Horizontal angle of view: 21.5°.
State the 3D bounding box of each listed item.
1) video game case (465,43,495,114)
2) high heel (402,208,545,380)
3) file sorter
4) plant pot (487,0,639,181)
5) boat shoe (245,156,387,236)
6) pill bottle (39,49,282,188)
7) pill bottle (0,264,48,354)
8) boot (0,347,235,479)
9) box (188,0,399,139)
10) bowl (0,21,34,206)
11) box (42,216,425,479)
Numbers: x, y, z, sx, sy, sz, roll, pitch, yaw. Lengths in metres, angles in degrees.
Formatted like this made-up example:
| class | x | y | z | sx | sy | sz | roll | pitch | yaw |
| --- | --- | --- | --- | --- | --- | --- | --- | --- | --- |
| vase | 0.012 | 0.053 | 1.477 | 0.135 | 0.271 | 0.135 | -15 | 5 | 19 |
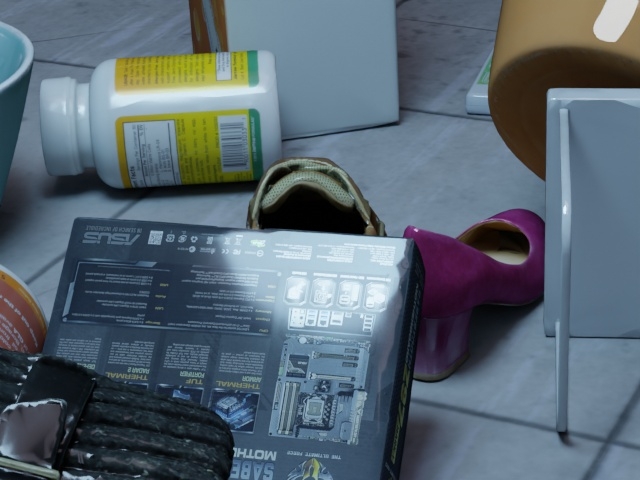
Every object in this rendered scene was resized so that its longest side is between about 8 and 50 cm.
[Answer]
| class | x | y | z | sx | sy | sz | roll | pitch | yaw |
| --- | --- | --- | --- | --- | --- | --- | --- | --- | --- |
| video game case | 0.261 | -0.170 | 1.695 | 0.193 | 0.023 | 0.212 | 5 | 27 | 15 |
| high heel | 0.115 | -0.001 | 1.255 | 0.082 | 0.117 | 0.244 | 12 | 30 | 29 |
| file sorter | 0.287 | 0.021 | 1.114 | 0.277 | 0.193 | 0.173 | 1 | 29 | 8 |
| plant pot | 0.253 | -0.154 | 1.276 | 0.291 | 0.291 | 0.203 | 12 | 58 | 28 |
| boat shoe | 0.000 | 0.000 | 1.261 | 0.122 | 0.120 | 0.324 | -4 | 26 | -3 |
| pill bottle | -0.140 | -0.106 | 1.499 | 0.208 | 0.117 | 0.117 | -4 | 26 | -2 |
| pill bottle | -0.251 | 0.105 | 1.070 | 0.121 | 0.121 | 0.216 | -1 | 26 | 4 |
| boot | -0.206 | 0.195 | 0.870 | 0.260 | 0.131 | 0.348 | 29 | 66 | -13 |
| box | -0.036 | -0.296 | 1.616 | 0.168 | 0.345 | 0.215 | -9 | 26 | -12 |
| bowl | -0.386 | -0.069 | 1.395 | 0.311 | 0.163 | 0.311 | -2 | 26 | 1 |
| box | -0.060 | 0.083 | 1.060 | 0.232 | 0.059 | 0.183 | 3 | 64 | 13 |
